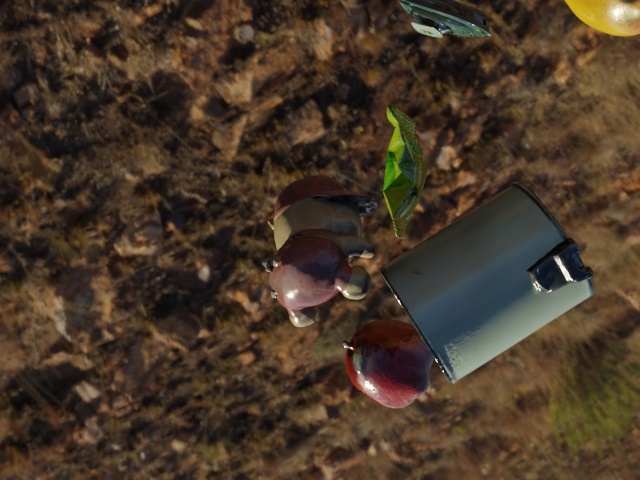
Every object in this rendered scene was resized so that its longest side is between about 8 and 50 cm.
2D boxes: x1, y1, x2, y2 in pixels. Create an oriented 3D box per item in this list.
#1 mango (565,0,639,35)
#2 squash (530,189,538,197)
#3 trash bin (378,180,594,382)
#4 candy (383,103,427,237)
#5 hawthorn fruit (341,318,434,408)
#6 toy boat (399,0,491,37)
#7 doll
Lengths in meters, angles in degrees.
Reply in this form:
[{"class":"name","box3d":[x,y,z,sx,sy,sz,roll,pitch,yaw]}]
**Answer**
[{"class":"mango","box3d":[0.620,-0.562,1.763,0.172,0.317,0.211,-27,136,-14]},{"class":"squash","box3d":[0.490,0.002,1.956,0.111,0.203,0.288,1,173,28]},{"class":"trash bin","box3d":[0.258,0.066,1.300,0.262,0.217,0.277,-33,-170,2]},{"class":"candy","box3d":[0.160,-0.124,1.542,0.069,0.247,0.149,4,176,20]},{"class":"hawthorn fruit","box3d":[0.132,0.249,1.709,0.202,0.185,0.185,22,126,-20]},{"class":"toy boat","box3d":[0.177,-0.309,1.136,0.060,0.141,0.055,-63,151,3]},{"class":"doll","box3d":[0.001,0.003,1.344,0.196,0.256,0.152,-6,136,9]}]
